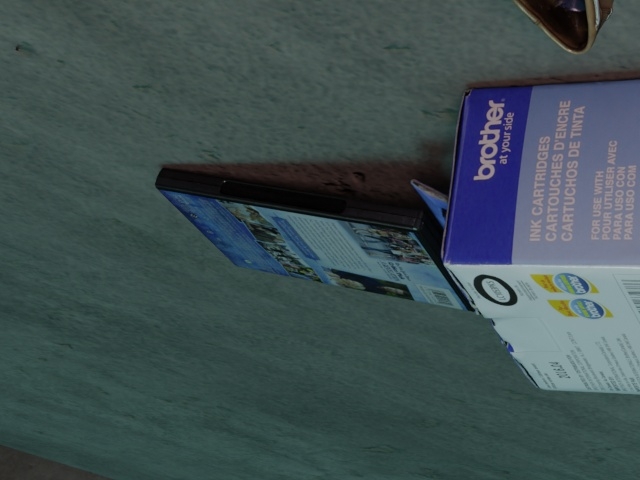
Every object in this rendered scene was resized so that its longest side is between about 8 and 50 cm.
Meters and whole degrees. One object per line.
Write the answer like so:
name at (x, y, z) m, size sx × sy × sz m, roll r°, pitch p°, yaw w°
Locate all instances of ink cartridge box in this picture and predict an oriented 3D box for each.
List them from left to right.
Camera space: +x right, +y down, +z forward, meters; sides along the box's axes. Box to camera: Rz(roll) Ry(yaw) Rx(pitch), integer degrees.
ink cartridge box at (0.259, 0.007, 0.979) m, size 0.395 × 0.151 × 0.270 m, roll -2°, pitch 154°, yaw 24°

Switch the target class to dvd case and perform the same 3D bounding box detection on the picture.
dvd case at (0.000, 0.000, 1.183) m, size 0.253 × 0.022 × 0.180 m, roll 10°, pitch 160°, yaw 26°

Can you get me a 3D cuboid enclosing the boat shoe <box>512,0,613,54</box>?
boat shoe at (0.115, -0.166, 0.737) m, size 0.066 × 0.066 × 0.183 m, roll -9°, pitch 151°, yaw 38°
